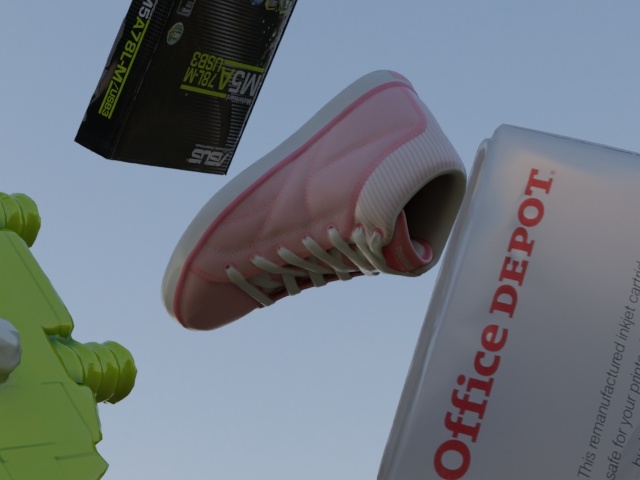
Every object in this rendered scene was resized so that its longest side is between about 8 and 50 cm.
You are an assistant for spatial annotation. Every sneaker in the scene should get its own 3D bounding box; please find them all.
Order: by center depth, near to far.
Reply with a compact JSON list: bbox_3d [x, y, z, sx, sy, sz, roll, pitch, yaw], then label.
[{"bbox_3d":[0.000,0.000,0.699,0.134,0.070,0.051,-43,-35,6],"label":"sneaker"}]

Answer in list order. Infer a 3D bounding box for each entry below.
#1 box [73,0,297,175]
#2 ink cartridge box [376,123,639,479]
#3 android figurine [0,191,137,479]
[{"bbox_3d":[-0.104,-0.149,1.482,0.190,0.045,0.184,6,-73,-64],"label":"box"},{"bbox_3d":[0.193,0.081,0.864,0.283,0.207,0.117,14,-17,15],"label":"ink cartridge box"},{"bbox_3d":[-0.156,0.019,0.467,0.056,0.248,0.273,-46,-26,25],"label":"android figurine"}]
